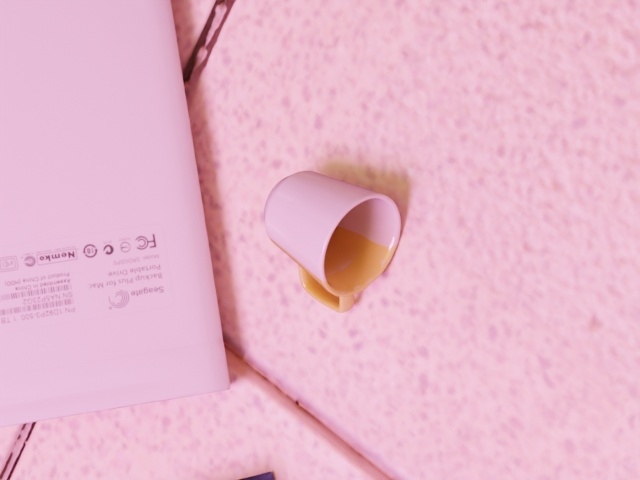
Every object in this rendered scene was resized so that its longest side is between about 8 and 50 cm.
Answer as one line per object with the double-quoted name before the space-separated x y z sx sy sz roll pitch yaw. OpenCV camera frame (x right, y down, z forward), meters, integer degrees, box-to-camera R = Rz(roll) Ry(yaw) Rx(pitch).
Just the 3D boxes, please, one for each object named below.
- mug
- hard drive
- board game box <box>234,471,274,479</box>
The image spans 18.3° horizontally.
"mug" -0.001 -0.002 1.128 0.064 0.062 0.078 30 103 37
"hard drive" -0.177 -0.047 1.179 0.040 0.203 0.307 159 102 -79
"board game box" -0.113 0.251 1.229 0.243 0.042 0.165 -19 83 33
